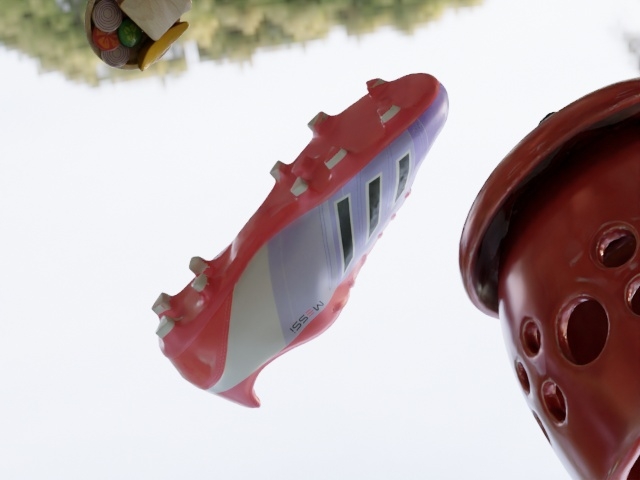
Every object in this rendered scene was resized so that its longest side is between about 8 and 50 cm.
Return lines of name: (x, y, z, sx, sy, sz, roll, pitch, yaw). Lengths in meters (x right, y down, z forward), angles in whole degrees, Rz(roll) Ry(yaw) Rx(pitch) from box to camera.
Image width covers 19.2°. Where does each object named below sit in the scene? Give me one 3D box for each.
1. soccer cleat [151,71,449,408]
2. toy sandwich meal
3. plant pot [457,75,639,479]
soccer cleat: (0.000, 0.000, 1.171, 0.248, 0.095, 0.083, -46, -156, 11)
toy sandwich meal: (-0.132, -0.163, 1.383, 0.085, 0.085, 0.029, -25, -152, -21)
plant pot: (0.176, 0.028, 0.955, 0.191, 0.191, 0.174, -22, -126, -18)
